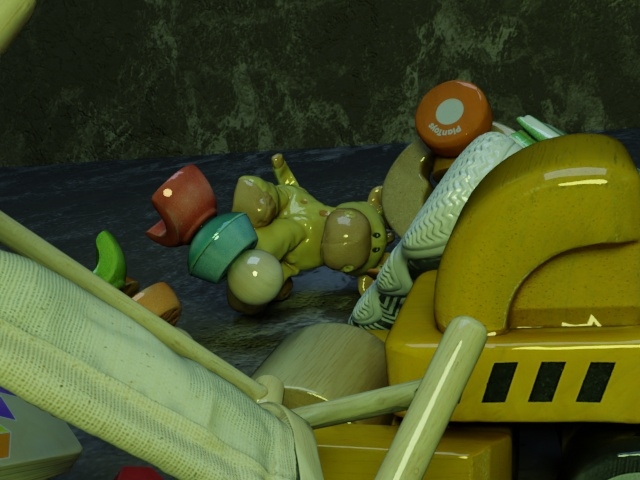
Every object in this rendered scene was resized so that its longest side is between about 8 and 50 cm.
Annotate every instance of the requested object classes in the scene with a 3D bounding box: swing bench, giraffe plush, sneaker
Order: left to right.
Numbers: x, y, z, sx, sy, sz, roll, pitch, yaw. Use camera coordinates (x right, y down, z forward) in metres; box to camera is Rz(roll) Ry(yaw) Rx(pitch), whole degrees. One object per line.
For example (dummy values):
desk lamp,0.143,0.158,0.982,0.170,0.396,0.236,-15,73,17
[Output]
swing bench,-0.099,0.091,0.350,0.165,0.253,0.254,-24,37,46
giraffe plush,0.000,0.000,1.116,0.171,0.181,0.210,10,29,15
sneaker,0.155,0.060,0.811,0.137,0.210,0.366,-53,-5,-21

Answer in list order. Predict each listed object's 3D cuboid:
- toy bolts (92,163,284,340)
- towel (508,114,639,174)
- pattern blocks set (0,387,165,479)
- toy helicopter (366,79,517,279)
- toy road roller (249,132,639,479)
toy bolts,-0.153,0.062,0.979,0.228,0.158,0.218,-45,-10,-25
towel,0.338,-0.011,0.855,0.325,0.038,0.248,13,23,-46
pattern blocks set,-0.244,0.094,0.582,0.285,0.026,0.325,9,30,-45
toy helicopter,0.208,0.001,0.994,0.355,0.235,0.140,33,-5,34
toy road roller,0.094,0.062,0.584,0.330,0.240,0.202,-2,12,14
